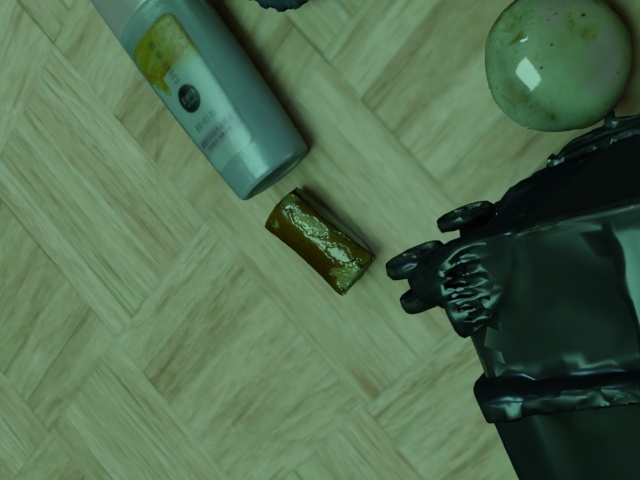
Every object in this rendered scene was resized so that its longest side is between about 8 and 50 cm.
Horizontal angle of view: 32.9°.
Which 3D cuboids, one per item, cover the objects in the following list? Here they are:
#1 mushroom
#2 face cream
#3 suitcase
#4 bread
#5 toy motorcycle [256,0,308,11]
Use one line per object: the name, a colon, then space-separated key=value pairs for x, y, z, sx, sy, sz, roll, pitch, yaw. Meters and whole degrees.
mushroom: x=0.133 y=-0.101 z=0.612 sx=0.083 sy=0.084 sz=0.067 roll=57 pitch=178 yaw=1
face cream: x=-0.091 y=-0.125 z=0.788 sx=0.198 sy=0.057 sz=0.084 roll=52 pitch=133 yaw=4
suitcase: x=0.271 y=0.058 z=0.494 sx=0.434 sy=0.194 sz=0.283 roll=-14 pitch=105 yaw=42
bread: x=0.000 y=0.000 z=0.794 sx=0.083 sy=0.036 sz=0.047 roll=42 pitch=140 yaw=13
toy motorcycle: x=-0.094 y=-0.269 z=0.682 sx=0.204 sy=0.108 sz=0.239 roll=22 pitch=124 yaw=29
